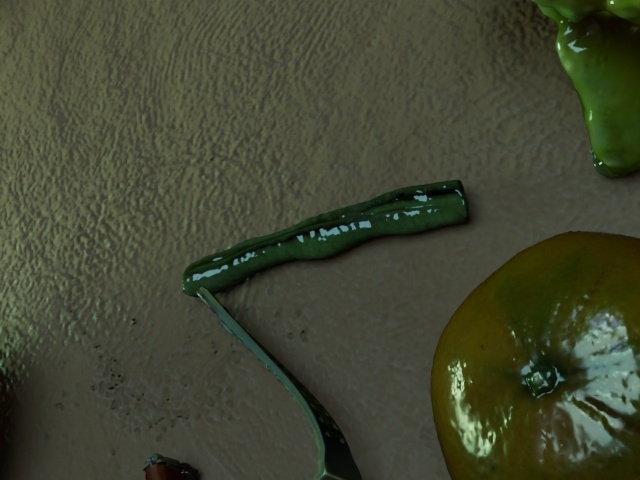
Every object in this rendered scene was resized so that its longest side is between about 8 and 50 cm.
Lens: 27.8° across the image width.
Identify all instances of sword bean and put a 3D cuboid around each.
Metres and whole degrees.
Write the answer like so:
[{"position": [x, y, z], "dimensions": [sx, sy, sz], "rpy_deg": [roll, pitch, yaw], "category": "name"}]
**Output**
[{"position": [-0.001, 0.000, 1.096], "dimensions": [0.269, 0.038, 0.043], "rpy_deg": [-17, 41, 21], "category": "sword bean"}]

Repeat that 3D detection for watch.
[{"position": [-0.069, 0.176, 1.046], "dimensions": [0.165, 0.102, 0.268], "rpy_deg": [-48, 51, 6], "category": "watch"}]

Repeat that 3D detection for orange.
[{"position": [0.183, 0.111, 0.880], "dimensions": [0.240, 0.171, 0.240], "rpy_deg": [-7, 76, 29], "category": "orange"}]

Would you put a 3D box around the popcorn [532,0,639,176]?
[{"position": [0.221, -0.242, 0.931], "dimensions": [0.326, 0.290, 0.321], "rpy_deg": [4, 71, 8], "category": "popcorn"}]
